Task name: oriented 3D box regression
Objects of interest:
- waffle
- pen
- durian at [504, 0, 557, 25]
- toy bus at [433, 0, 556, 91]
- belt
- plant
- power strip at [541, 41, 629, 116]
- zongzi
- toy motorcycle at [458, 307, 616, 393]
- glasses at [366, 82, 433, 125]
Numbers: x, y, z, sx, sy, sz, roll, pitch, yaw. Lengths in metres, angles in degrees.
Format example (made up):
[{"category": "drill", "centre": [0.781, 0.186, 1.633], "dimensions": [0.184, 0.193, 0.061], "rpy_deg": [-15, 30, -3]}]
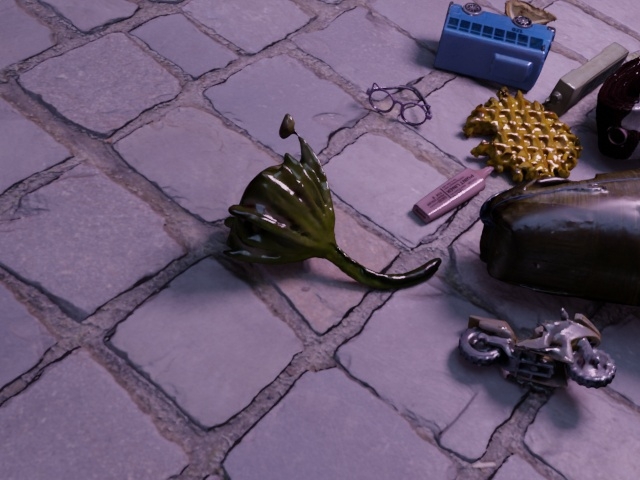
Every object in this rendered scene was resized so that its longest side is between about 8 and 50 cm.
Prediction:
[{"category": "waffle", "centre": [0.400, -0.203, 1.492], "dimensions": [0.232, 0.051, 0.229], "rpy_deg": [33, 50, 16]}, {"category": "pen", "centre": [0.251, -0.092, 1.385], "dimensions": [0.197, 0.032, 0.053], "rpy_deg": [-32, 62, -29]}, {"category": "durian", "centre": [0.485, -0.530, 1.767], "dimensions": [0.131, 0.066, 0.052], "rpy_deg": [18, 50, -7]}, {"category": "toy bus", "centre": [0.369, -0.409, 1.616], "dimensions": [0.234, 0.116, 0.133], "rpy_deg": [16, 50, 6]}, {"category": "belt", "centre": [0.664, -0.262, 1.518], "dimensions": [0.184, 0.164, 0.289], "rpy_deg": [19, 45, 42]}, {"category": "plant", "centre": [0.009, -0.012, 1.197], "dimensions": [0.334, 0.180, 0.251], "rpy_deg": [34, 64, 14]}, {"category": "power strip", "centre": [0.577, -0.353, 1.629], "dimensions": [0.048, 0.080, 0.286], "rpy_deg": [43, 55, 17]}, {"category": "zongzi", "centre": [0.477, -0.054, 1.319], "dimensions": [0.404, 0.207, 0.432], "rpy_deg": [6, 31, 8]}, {"category": "toy motorcycle", "centre": [0.331, 0.159, 1.161], "dimensions": [0.229, 0.094, 0.129], "rpy_deg": [9, 44, 15]}, {"category": "glasses", "centre": [0.172, -0.294, 1.519], "dimensions": [0.140, 0.062, 0.103], "rpy_deg": [25, 50, 10]}]
